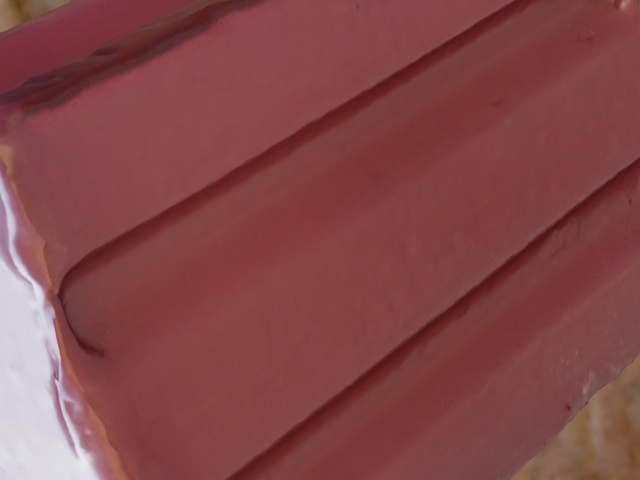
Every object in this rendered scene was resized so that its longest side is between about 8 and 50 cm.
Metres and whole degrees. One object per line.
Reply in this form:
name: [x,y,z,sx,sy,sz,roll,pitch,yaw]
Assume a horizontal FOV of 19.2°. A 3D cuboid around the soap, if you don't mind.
soap: [0.000,0.000,0.723,0.128,0.359,0.233,1,113,40]
